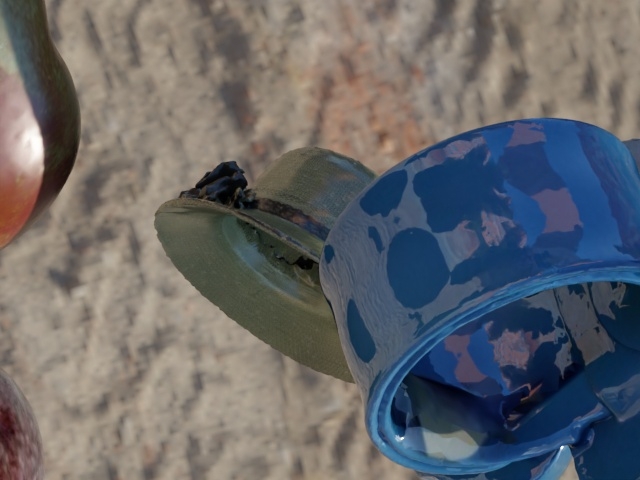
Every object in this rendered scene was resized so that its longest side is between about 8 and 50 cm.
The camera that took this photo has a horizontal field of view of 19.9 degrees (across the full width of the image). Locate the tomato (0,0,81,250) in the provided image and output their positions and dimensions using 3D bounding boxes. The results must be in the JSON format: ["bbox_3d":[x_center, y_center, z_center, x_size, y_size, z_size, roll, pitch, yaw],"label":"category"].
[{"bbox_3d":[-0.273,-0.101,1.045,0.222,0.270,0.270,-24,98,-19],"label":"tomato"}]

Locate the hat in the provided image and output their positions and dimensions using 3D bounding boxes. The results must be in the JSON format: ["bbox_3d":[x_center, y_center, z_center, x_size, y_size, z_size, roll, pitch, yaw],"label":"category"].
[{"bbox_3d":[0.000,0.000,1.506,0.257,0.257,0.130,48,64,-34],"label":"hat"}]

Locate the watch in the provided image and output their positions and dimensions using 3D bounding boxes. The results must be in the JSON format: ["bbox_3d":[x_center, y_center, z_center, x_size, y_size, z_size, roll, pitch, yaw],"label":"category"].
[{"bbox_3d":[0.116,0.060,1.252,0.274,0.305,0.241,17,40,-42],"label":"watch"}]

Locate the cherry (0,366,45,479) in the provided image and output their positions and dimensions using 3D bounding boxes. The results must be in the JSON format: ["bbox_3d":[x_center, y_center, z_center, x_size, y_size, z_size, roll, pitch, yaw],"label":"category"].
[{"bbox_3d":[-0.325,0.175,1.464,0.203,0.300,0.230,-31,118,-11],"label":"cherry"}]
